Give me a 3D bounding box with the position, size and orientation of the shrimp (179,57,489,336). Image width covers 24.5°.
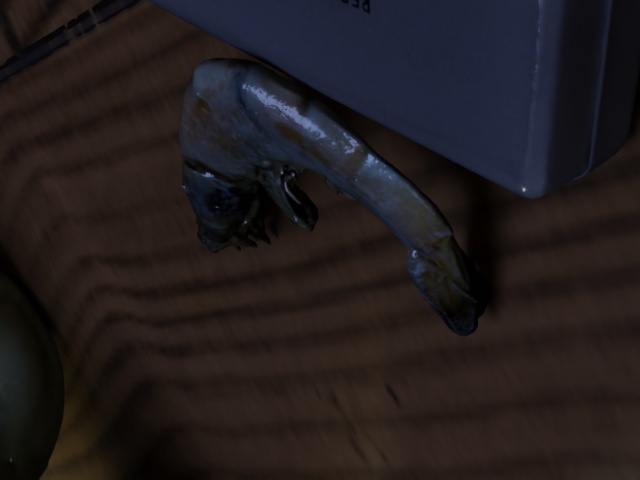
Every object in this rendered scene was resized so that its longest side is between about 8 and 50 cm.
[{"bbox_3d":[0.002,-0.003,0.619,0.148,0.035,0.195,32,160,5],"label":"shrimp"}]

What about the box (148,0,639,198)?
[{"bbox_3d":[0.003,-0.107,0.527,0.244,0.055,0.103,32,138,36],"label":"box"}]

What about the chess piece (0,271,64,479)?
[{"bbox_3d":[-0.341,0.152,1.048,0.234,0.234,0.442,58,143,3],"label":"chess piece"}]
